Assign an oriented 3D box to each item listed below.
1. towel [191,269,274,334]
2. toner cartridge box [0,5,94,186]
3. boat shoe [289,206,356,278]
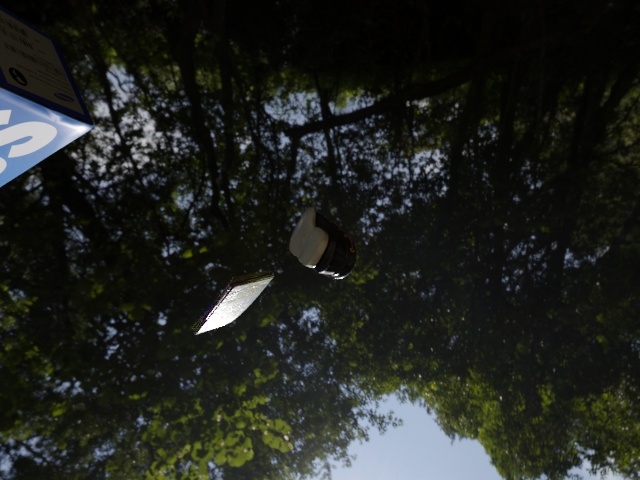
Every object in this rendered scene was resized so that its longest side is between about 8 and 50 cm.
[{"bbox_3d":[-0.084,0.059,0.428,0.009,0.060,0.083,52,-59,18],"label":"towel"},{"bbox_3d":[-0.333,-0.031,0.253,0.347,0.165,0.075,-28,-98,9],"label":"toner cartridge box"},{"bbox_3d":[-0.001,0.002,0.435,0.049,0.042,0.133,-61,-161,9],"label":"boat shoe"}]
